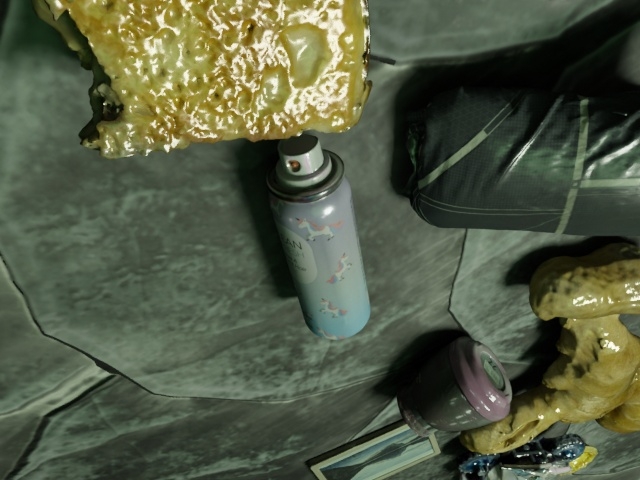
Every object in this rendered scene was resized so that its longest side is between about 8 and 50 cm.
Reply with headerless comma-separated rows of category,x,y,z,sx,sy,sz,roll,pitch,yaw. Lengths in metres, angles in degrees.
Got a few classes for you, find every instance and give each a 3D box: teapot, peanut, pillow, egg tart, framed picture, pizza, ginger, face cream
teapot,0.179,0.201,0.798,0.146,0.148,0.116,-37,98,28
peanut,0.362,0.056,0.732,0.214,0.099,0.099,-8,133,-8
pillow,0.243,-0.070,0.521,0.335,0.092,0.161,3,140,7
egg tart,0.515,0.439,1.176,0.105,0.039,0.105,-11,134,-12
framed picture,0.095,0.358,0.951,0.203,0.015,0.150,-23,134,-1
pizza,-0.088,-0.171,0.347,0.223,0.089,0.323,-30,133,-2
ginger,0.437,0.224,0.895,0.363,0.122,0.348,5,138,-13
face cream,0.000,0.000,0.546,0.075,0.075,0.229,-18,134,-5

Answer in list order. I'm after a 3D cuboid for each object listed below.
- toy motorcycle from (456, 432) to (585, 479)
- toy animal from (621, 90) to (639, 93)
toy motorcycle,0.349,0.428,1.058,0.239,0.108,0.204,8,126,-1
toy animal,0.374,-0.094,0.618,0.253,0.070,0.079,14,137,-34
